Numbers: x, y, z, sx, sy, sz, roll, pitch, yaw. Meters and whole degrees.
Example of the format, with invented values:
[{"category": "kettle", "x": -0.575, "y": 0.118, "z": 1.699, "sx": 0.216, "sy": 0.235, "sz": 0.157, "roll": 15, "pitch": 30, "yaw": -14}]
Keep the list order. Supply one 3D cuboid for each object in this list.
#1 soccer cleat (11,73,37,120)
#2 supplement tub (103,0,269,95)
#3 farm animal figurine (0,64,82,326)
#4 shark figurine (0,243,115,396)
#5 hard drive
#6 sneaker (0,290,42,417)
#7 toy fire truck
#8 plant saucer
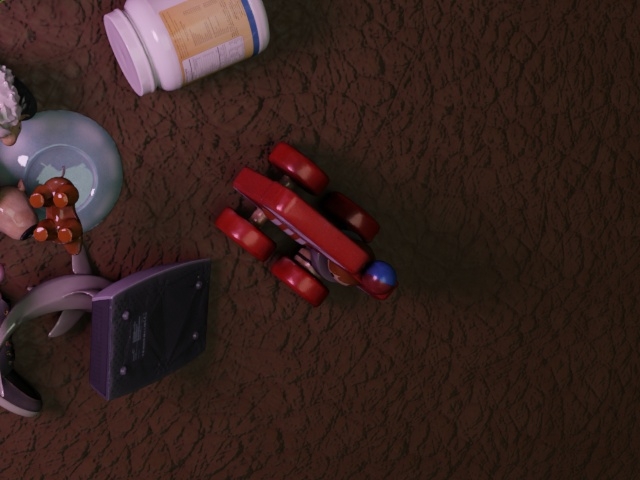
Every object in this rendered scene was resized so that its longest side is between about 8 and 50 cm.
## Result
[{"category": "soccer cleat", "x": -0.459, "y": -0.220, "z": 1.553, "sx": 0.179, "sy": 0.072, "sz": 0.060, "roll": 41, "pitch": 87, "yaw": -28}, {"category": "supplement tub", "x": -0.187, "y": -0.297, "z": 1.608, "sx": 0.200, "sy": 0.144, "sz": 0.144, "roll": -26, "pitch": 114, "yaw": -14}, {"category": "farm animal figurine", "x": -0.479, "y": -0.039, "z": 1.539, "sx": 0.330, "sy": 0.172, "sz": 0.326, "roll": -30, "pitch": 100, "yaw": 9}, {"category": "shark figurine", "x": -0.367, "y": 0.098, "z": 1.628, "sx": 0.278, "sy": 0.116, "sz": 0.166, "roll": -26, "pitch": 112, "yaw": -42}, {"category": "hard drive", "x": -0.250, "y": 0.121, "z": 1.684, "sx": 0.255, "sy": 0.054, "sz": 0.171, "roll": -24, "pitch": 122, "yaw": -61}, {"category": "sneaker", "x": -0.461, "y": 0.157, "z": 1.660, "sx": 0.118, "sy": 0.083, "sz": 0.222, "roll": -45, "pitch": 116, "yaw": -5}, {"category": "toy fire truck", "x": 0.000, "y": 0.000, "z": 1.717, "sx": 0.302, "sy": 0.254, "sz": 0.169, "roll": 41, "pitch": 87, "yaw": -28}, {"category": "plant saucer", "x": -0.376, "y": -0.090, "z": 1.649, "sx": 0.195, "sy": 0.037, "sz": 0.194, "roll": -7, "pitch": 108, "yaw": -22}]
